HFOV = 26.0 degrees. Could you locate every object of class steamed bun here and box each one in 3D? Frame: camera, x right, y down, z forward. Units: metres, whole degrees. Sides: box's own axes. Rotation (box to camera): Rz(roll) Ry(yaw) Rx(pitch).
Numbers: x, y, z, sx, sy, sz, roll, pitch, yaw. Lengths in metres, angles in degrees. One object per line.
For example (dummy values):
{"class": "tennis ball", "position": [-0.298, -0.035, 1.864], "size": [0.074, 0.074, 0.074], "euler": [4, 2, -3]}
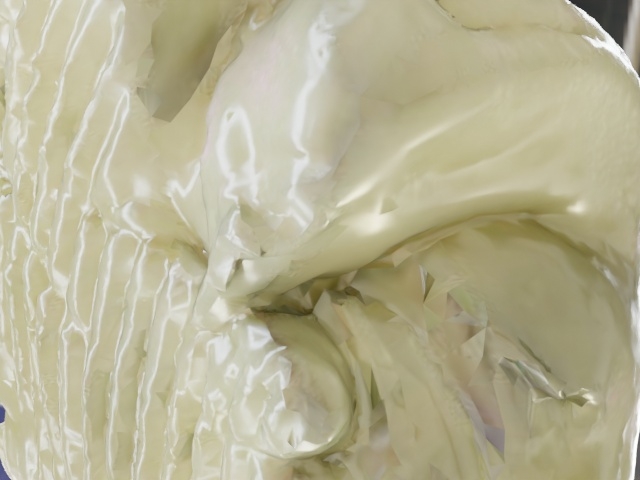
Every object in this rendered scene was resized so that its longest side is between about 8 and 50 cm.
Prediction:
{"class": "steamed bun", "position": [0.000, 0.000, 0.591], "size": [0.247, 0.352, 0.339], "euler": [-19, -56, -35]}
